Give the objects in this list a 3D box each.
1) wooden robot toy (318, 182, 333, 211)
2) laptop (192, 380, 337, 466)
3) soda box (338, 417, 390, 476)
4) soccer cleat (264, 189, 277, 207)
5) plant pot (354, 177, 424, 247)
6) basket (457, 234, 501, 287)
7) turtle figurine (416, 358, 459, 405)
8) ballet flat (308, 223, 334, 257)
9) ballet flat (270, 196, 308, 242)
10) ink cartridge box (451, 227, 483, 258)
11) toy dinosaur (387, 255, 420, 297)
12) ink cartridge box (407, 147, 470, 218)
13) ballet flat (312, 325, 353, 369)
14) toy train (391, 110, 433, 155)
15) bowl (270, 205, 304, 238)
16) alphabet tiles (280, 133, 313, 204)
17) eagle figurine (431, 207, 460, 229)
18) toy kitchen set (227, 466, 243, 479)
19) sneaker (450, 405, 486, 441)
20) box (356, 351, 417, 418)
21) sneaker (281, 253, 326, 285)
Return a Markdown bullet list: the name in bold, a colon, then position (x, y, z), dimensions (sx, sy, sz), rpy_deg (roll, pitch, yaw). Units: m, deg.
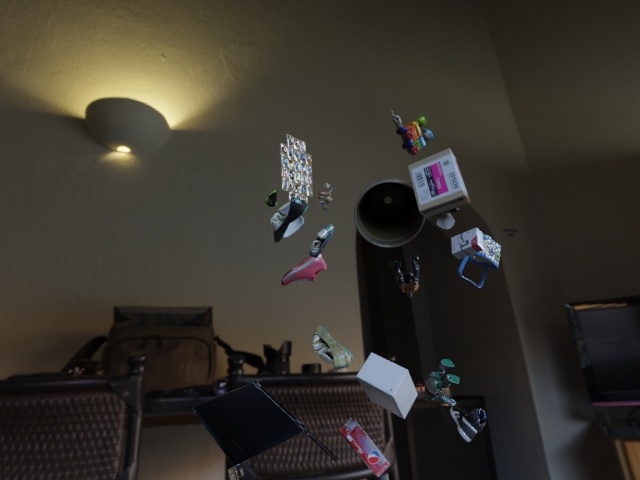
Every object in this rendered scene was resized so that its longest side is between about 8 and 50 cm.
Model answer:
- **wooden robot toy**: position (0.030, -0.232, 2.344), dimensions (0.076, 0.079, 0.174), rpy_deg (3, -59, -15)
- **laptop**: position (-0.213, 0.739, 1.588), dimensions (0.381, 0.236, 0.408), rpy_deg (18, -32, 51)
- **soda box**: position (0.201, 0.949, 1.900), dimensions (0.083, 0.263, 0.092), rpy_deg (-39, 9, -19)
- **soccer cleat**: position (-0.278, -0.245, 2.433), dimensions (0.072, 0.060, 0.179), rpy_deg (45, -27, -4)
- **plant pot**: position (0.329, -0.160, 2.008), dimensions (0.322, 0.324, 0.280), rpy_deg (-6, 19, 9)
- **basket**: position (0.935, 0.115, 2.462), dimensions (0.254, 0.289, 0.201), rpy_deg (27, -3, -38)
- **turtle figurine**: position (0.500, 0.619, 1.747), dimensions (0.118, 0.175, 0.234), rpy_deg (-3, -50, -24)
- **ballet flat**: position (0.000, 0.000, 1.996), dimensions (0.070, 0.189, 0.070), rpy_deg (27, 11, -6)
- **ballet flat**: position (-0.164, -0.102, 1.908), dimensions (0.096, 0.095, 0.280), rpy_deg (34, -53, -12)
- **ink cartridge box**: position (0.751, 0.017, 2.122), dimensions (0.063, 0.109, 0.150), rpy_deg (34, -42, -28)
- **toy dinosaur**: position (0.476, 0.204, 2.214), dimensions (0.164, 0.219, 0.322), rpy_deg (-12, 3, -20)
- **ink cartridge box**: position (0.486, -0.236, 1.719), dimensions (0.193, 0.235, 0.088), rpy_deg (-22, -29, 26)
- **ballet flat**: position (0.026, 0.518, 2.013), dimensions (0.123, 0.123, 0.348), rpy_deg (12, 8, -30)
- **toy train**: position (0.439, -0.543, 1.967), dimensions (0.143, 0.105, 0.248), rpy_deg (-35, -55, -3)
- **bowl**: position (-0.159, -0.089, 2.065), dimensions (0.142, 0.142, 0.053), rpy_deg (-41, -22, 0)
- **alphabet tiles**: position (-0.118, -0.349, 2.098), dimensions (0.011, 0.343, 0.285), rpy_deg (-3, -2, 30)
- **eagle figurine**: position (0.679, -0.224, 2.352), dimensions (0.226, 0.225, 0.298), rpy_deg (-54, -34, 4)
- **toy kitchen set**: position (-0.354, 1.033, 1.812), dimensions (0.068, 0.083, 0.075), rpy_deg (-9, -15, -40)
- **sneaker**: position (0.599, 0.705, 1.655), dimensions (0.121, 0.079, 0.217), rpy_deg (-43, 1, 8)
- **box**: position (0.203, 0.439, 1.249), dimensions (0.130, 0.091, 0.171), rpy_deg (18, -33, 37)
- **sneaker**: position (-0.100, 0.205, 2.499), dimensions (0.313, 0.136, 0.116), rpy_deg (-36, -8, 12)
